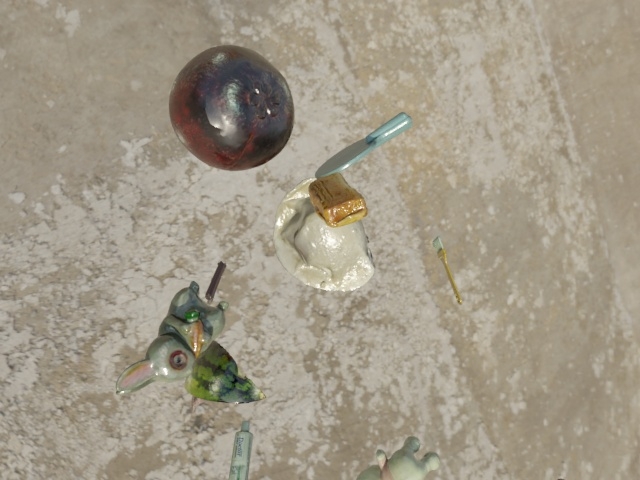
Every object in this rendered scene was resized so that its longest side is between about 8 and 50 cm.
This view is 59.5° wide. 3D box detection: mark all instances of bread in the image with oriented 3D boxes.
[{"bbox_3d":[0.025,-0.063,0.895,0.074,0.132,0.053,-23,117,-7],"label":"bread"}]

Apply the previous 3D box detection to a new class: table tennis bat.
[{"bbox_3d":[0.091,-0.205,1.228,0.244,0.153,0.040,-31,107,8],"label":"table tennis bat"}]

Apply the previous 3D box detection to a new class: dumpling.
[{"bbox_3d":[-0.002,-0.002,1.344,0.243,0.227,0.175,63,6,31],"label":"dumpling"}]

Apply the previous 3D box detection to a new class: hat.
[{"bbox_3d":[-0.328,0.434,1.538,0.042,0.058,0.087,17,99,-17],"label":"hat"}]

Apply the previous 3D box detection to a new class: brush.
[{"bbox_3d":[0.393,0.094,1.718,0.010,0.082,0.218,-19,80,-5],"label":"brush"}]

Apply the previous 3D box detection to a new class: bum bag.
[{"bbox_3d":[-0.297,0.125,1.560,0.026,0.159,0.109,22,67,-7],"label":"bum bag"}]

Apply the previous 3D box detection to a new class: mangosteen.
[{"bbox_3d":[-0.162,-0.224,0.965,0.216,0.216,0.216,7,79,-39],"label":"mangosteen"}]

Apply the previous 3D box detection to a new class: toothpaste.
[{"bbox_3d":[-0.181,0.513,1.245,0.041,0.064,0.218,39,44,-42],"label":"toothpaste"}]

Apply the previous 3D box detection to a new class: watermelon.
[{"bbox_3d":[-0.268,0.327,1.462,0.159,0.303,0.128,3,91,-29],"label":"watermelon"}]

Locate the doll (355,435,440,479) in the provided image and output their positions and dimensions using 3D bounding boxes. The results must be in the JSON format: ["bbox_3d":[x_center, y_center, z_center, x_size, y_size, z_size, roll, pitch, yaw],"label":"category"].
[{"bbox_3d":[0.166,0.599,1.377,0.155,0.275,0.113,45,18,12],"label":"doll"}]

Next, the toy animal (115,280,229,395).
[{"bbox_3d":[-0.252,0.192,0.992,0.108,0.138,0.236,24,53,2],"label":"toy animal"}]

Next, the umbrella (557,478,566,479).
[{"bbox_3d":[0.443,0.444,0.978,0.036,0.133,0.031,42,82,16],"label":"umbrella"}]
